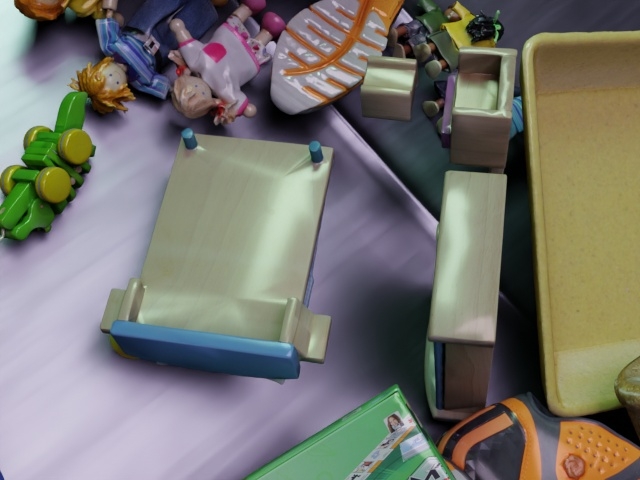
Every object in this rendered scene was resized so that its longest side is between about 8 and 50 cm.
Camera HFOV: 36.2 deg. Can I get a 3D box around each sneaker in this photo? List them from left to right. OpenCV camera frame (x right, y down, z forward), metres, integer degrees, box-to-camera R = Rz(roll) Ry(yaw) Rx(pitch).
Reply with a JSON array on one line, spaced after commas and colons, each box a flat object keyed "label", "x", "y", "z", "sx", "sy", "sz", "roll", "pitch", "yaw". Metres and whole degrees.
[{"label": "sneaker", "x": 0.023, "y": -0.189, "z": 0.899, "sx": 0.084, "sy": 0.083, "sz": 0.215, "roll": 37, "pitch": 65, "yaw": 0}, {"label": "sneaker", "x": 0.219, "y": 0.267, "z": 0.789, "sx": 0.180, "sy": 0.124, "sz": 0.321, "roll": -31, "pitch": 99, "yaw": -21}]

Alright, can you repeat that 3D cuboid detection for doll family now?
[{"label": "doll family", "x": -0.163, "y": -0.197, "z": 0.839, "sx": 0.263, "sy": 0.118, "sz": 0.163, "roll": 49, "pitch": 58, "yaw": -20}, {"label": "doll family", "x": 0.154, "y": -0.162, "z": 0.949, "sx": 0.111, "sy": 0.076, "sz": 0.193, "roll": -28, "pitch": 90, "yaw": -28}]

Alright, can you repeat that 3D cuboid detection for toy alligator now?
[{"label": "toy alligator", "x": -0.226, "y": -0.034, "z": 0.789, "sx": 0.051, "sy": 0.056, "sz": 0.190, "roll": 48, "pitch": 57, "yaw": -46}]

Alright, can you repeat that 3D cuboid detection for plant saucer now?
[{"label": "plant saucer", "x": 0.322, "y": -0.026, "z": 0.923, "sx": 0.333, "sy": 0.081, "sz": 0.333, "roll": -6, "pitch": 94, "yaw": -21}]

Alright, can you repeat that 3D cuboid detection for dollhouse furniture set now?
[{"label": "dollhouse furniture set", "x": 0.000, "y": 0.000, "z": 0.832, "sx": 0.303, "sy": 0.198, "sz": 0.286, "roll": 5, "pitch": 63, "yaw": 9}]

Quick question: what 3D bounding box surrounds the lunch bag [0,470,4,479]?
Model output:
[{"label": "lunch bag", "x": -0.417, "y": 0.097, "z": 0.583, "sx": 0.385, "sy": 0.239, "sz": 0.328, "roll": -19, "pitch": 79, "yaw": -16}]

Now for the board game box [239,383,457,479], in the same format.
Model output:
[{"label": "board game box", "x": -0.023, "y": 0.276, "z": 0.696, "sx": 0.317, "sy": 0.046, "sz": 0.213, "roll": -32, "pitch": 85, "yaw": 2}]

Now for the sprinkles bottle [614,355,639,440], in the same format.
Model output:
[{"label": "sprinkles bottle", "x": 0.370, "y": 0.258, "z": 0.830, "sx": 0.121, "sy": 0.121, "sz": 0.355, "roll": -26, "pitch": 96, "yaw": -24}]
